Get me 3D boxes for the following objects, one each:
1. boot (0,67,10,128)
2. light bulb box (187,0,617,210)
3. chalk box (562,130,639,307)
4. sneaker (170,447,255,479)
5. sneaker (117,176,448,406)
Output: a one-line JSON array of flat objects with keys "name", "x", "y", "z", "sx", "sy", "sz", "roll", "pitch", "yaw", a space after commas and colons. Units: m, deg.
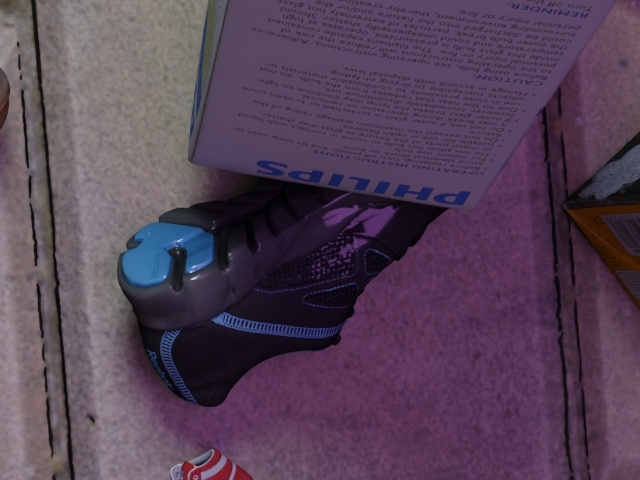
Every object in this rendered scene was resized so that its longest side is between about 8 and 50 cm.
[{"name": "boot", "x": -0.318, "y": 0.002, "z": 1.206, "sx": 0.305, "sy": 0.112, "sz": 0.115, "roll": -52, "pitch": 136, "yaw": -19}, {"name": "light bulb box", "x": 0.057, "y": -0.254, "z": 1.139, "sx": 0.225, "sy": 0.361, "sz": 0.358, "roll": 10, "pitch": 70, "yaw": -6}, {"name": "chalk box", "x": 0.387, "y": -0.057, "z": 1.421, "sx": 0.289, "sy": 0.180, "sz": 0.179, "roll": -42, "pitch": 103, "yaw": -16}, {"name": "sneaker", "x": -0.102, "y": 0.213, "z": 1.297, "sx": 0.067, "sy": 0.042, "sz": 0.118, "roll": 48, "pitch": 66, "yaw": -18}, {"name": "sneaker", "x": 0.000, "y": 0.000, "z": 1.321, "sx": 0.340, "sy": 0.125, "sz": 0.140, "roll": -28, "pitch": 126, "yaw": -22}]
